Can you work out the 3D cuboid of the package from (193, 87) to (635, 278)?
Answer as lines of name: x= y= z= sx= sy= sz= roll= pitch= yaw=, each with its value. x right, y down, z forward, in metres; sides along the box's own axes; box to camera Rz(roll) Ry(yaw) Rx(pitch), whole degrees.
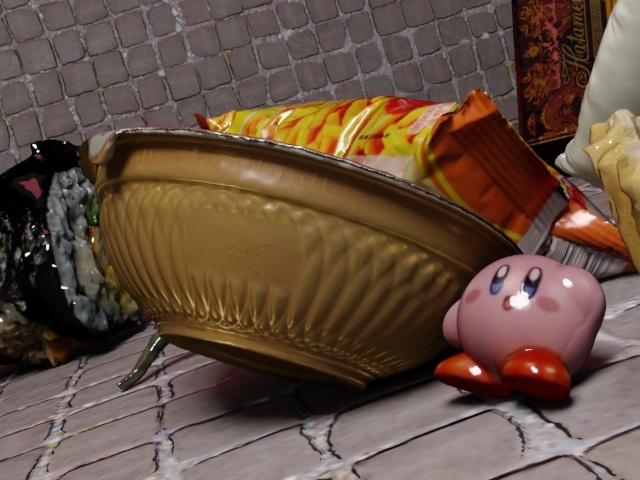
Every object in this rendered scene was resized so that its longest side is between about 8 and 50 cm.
package: x=0.061 y=-0.032 z=0.661 sx=0.223 sy=0.108 sz=0.288 roll=29 pitch=-14 yaw=-35

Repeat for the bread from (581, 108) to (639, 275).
bread: x=0.237 y=-0.025 z=0.322 sx=0.274 sy=0.149 sz=0.274 roll=-20 pitch=12 yaw=4

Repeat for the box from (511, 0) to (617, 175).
box: x=0.436 y=-0.250 z=1.120 sx=0.416 sy=0.264 sz=0.116 roll=-14 pitch=-27 yaw=33

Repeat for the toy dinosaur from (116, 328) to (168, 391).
toy dinosaur: x=-0.064 y=0.051 z=0.737 sx=0.179 sy=0.087 sz=0.187 roll=-20 pitch=5 yaw=-29

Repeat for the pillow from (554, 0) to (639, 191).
pillow: x=0.224 y=-0.093 z=0.516 sx=0.144 sy=0.254 sz=0.078 roll=22 pitch=56 yaw=13

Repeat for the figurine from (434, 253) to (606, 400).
figurine: x=0.099 y=0.042 z=0.469 sx=0.083 sy=0.071 sz=0.067 roll=-1 pitch=-26 yaw=42

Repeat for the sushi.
sushi: x=-0.319 y=0.035 z=1.026 sx=0.219 sy=0.225 sz=0.238 roll=-24 pitch=-29 yaw=19

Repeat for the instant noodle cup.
instant noodle cup: x=-0.024 y=0.029 z=0.553 sx=0.274 sy=0.090 sz=0.274 roll=14 pitch=-14 yaw=4
